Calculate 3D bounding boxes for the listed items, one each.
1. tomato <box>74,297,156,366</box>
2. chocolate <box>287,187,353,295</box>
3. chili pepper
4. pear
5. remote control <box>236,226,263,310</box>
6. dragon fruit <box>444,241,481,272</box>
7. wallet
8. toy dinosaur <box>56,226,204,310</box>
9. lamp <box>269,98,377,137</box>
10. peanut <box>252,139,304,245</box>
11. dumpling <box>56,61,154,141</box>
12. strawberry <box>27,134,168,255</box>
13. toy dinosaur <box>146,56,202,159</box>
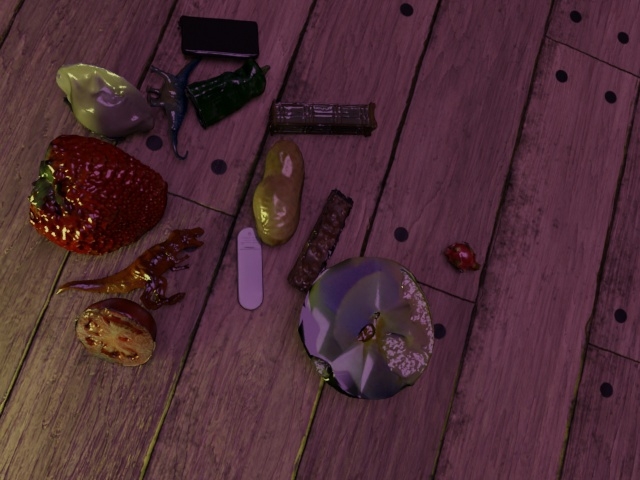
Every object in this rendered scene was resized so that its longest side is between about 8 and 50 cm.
[{"bbox_3d":[-0.531,0.235,1.571,0.224,0.225,0.085,19,38,-8],"label":"tomato"},{"bbox_3d":[-0.002,0.001,1.771,0.102,0.065,0.329,37,71,-37],"label":"chocolate"},{"bbox_3d":[-0.262,-0.456,1.776,0.270,0.099,0.136,-35,113,-19],"label":"chili pepper"},{"bbox_3d":[0.122,0.250,1.700,0.398,0.165,0.399,2,80,-12],"label":"pear"},{"bbox_3d":[-0.206,0.081,1.736,0.077,0.022,0.245,-1,79,-15],"label":"remote control"},{"bbox_3d":[0.446,0.056,1.850,0.086,0.081,0.116,-41,89,-26],"label":"dragon fruit"},{"bbox_3d":[-0.312,-0.619,1.820,0.250,0.044,0.149,-2,67,-14],"label":"wallet"},{"bbox_3d":[-0.486,0.110,1.633,0.432,0.097,0.208,-28,71,-19],"label":"toy dinosaur"},{"bbox_3d":[0.007,-0.375,1.830,0.325,0.089,0.090,-1,79,-13],"label":"lamp"},{"bbox_3d":[-0.120,-0.142,1.732,0.147,0.147,0.319,10,82,-10],"label":"peanut"},{"bbox_3d":[-0.603,-0.378,1.643,0.292,0.204,0.163,30,87,-14],"label":"dumpling"},{"bbox_3d":[-0.586,-0.114,1.594,0.351,0.267,0.312,9,106,-40],"label":"strawberry"},{"bbox_3d":[-0.439,-0.419,1.749,0.147,0.076,0.363,10,72,-22],"label":"toy dinosaur"}]
